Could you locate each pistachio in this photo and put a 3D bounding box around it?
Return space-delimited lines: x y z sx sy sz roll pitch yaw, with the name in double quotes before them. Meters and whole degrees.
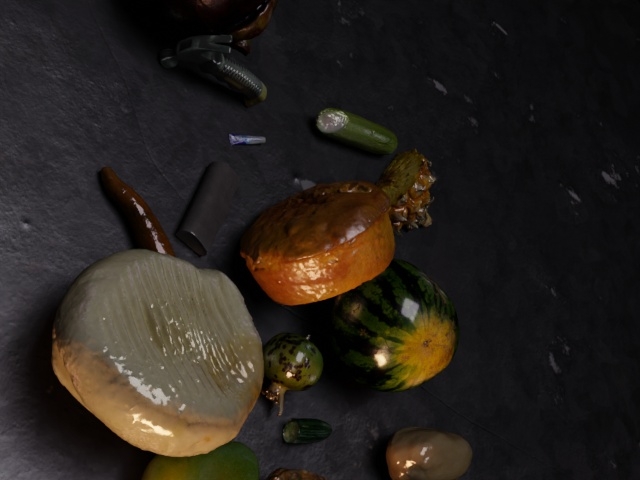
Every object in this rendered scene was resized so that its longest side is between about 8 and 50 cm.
"pistachio" 0.219 0.434 2.056 0.226 0.136 0.136 7 66 -47

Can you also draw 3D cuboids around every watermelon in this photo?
"watermelon" 0.142 0.169 2.012 0.269 0.269 0.269 19 59 -36

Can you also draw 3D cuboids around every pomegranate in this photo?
"pomegranate" -0.062 0.244 1.897 0.122 0.122 0.161 29 81 -30

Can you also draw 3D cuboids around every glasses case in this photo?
"glasses case" -0.210 -0.064 1.948 0.072 0.042 0.190 44 47 -29

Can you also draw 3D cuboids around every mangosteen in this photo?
"mangosteen" -0.208 -0.521 1.999 0.347 0.307 0.307 58 39 -40

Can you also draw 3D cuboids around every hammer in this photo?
"hammer" -0.190 -0.337 2.035 0.226 0.159 0.041 30 59 -46

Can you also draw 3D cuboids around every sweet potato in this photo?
"sweet potato" -0.311 -0.020 1.823 0.057 0.057 0.264 -26 85 -46

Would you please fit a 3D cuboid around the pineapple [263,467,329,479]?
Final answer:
"pineapple" -0.066 0.541 1.723 0.141 0.170 0.310 10 60 9

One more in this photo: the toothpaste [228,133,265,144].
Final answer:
"toothpaste" -0.150 -0.206 2.087 0.083 0.015 0.024 -4 75 -38

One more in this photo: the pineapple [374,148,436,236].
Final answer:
"pineapple" 0.218 -0.092 2.290 0.164 0.140 0.250 51 42 -14

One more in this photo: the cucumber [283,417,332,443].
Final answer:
"cucumber" -0.021 0.358 1.920 0.105 0.048 0.048 10 64 -45

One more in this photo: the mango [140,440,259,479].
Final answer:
"mango" -0.196 0.408 1.694 0.251 0.114 0.156 -1 61 -56

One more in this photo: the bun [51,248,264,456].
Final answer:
"bun" -0.272 0.189 1.637 0.365 0.219 0.365 28 37 -24

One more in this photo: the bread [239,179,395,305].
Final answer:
"bread" 0.004 -0.003 1.953 0.312 0.312 0.172 -44 119 -45

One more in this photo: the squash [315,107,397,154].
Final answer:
"squash" 0.082 -0.242 2.278 0.239 0.069 0.069 15 61 -38
